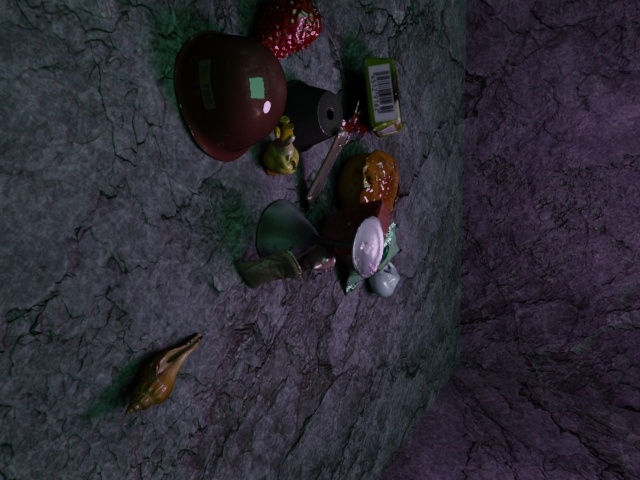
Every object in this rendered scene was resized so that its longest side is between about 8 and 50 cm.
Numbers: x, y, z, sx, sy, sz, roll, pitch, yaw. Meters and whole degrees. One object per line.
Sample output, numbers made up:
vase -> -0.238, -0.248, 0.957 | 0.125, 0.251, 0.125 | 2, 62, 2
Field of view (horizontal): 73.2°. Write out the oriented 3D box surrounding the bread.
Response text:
bread -> 0.221, -0.232, 1.952 | 0.358, 0.204, 0.337 | 3, 91, -58

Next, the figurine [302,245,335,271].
figurine -> -0.008, 0.069, 1.759 | 0.138, 0.125, 0.125 | -5, 100, -44

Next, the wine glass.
wine glass -> 0.000, 0.000, 1.513 | 0.267, 0.405, 0.268 | -12, 105, -50

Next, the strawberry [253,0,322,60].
strawberry -> -0.126, -0.698, 1.430 | 0.244, 0.205, 0.205 | -50, 138, -6

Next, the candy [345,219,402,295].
candy -> 0.212, 0.086, 1.957 | 0.262, 0.172, 0.398 | -38, 164, -23

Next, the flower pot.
flower pot -> -0.024, -0.462, 1.600 | 0.269, 0.166, 0.269 | -18, 112, -53

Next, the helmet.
helmet -> -0.222, -0.432, 1.278 | 0.337, 0.230, 0.386 | -13, 105, -53

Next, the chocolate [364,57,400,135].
chocolate -> 0.283, -0.628, 1.912 | 0.288, 0.136, 0.301 | -22, 107, -76

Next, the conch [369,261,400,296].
conch -> 0.329, 0.194, 2.243 | 0.221, 0.120, 0.185 | -30, 116, -56

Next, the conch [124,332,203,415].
conch -> -0.447, 0.370, 1.238 | 0.109, 0.093, 0.330 | 61, 26, -17

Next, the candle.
candle -> 0.153, -0.048, 1.702 | 0.287, 0.317, 0.131 | -38, 122, 4

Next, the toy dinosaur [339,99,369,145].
toy dinosaur -> 0.128, -0.523, 1.876 | 0.327, 0.112, 0.207 | -39, 153, -31

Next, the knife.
knife -> 0.013, -0.264, 1.664 | 0.089, 0.043, 0.365 | -22, 145, -54

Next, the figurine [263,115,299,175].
figurine -> -0.130, -0.311, 1.474 | 0.131, 0.156, 0.246 | -21, 151, -20

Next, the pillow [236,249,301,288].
pillow -> -0.174, 0.099, 1.472 | 0.034, 0.211, 0.135 | -88, 160, -52
